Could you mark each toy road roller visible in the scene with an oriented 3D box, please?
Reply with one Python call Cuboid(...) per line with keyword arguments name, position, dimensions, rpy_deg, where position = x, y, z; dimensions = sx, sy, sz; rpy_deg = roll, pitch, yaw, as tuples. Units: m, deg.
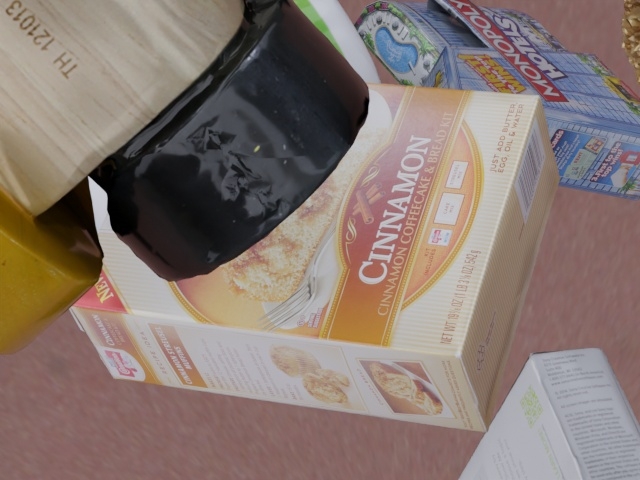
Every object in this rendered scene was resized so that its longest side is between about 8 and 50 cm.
Cuboid(name="toy road roller", position=(-0.152, -0.070, 0.671), dimensions=(0.240, 0.329, 0.202), rpy_deg=(-41, 112, 6))

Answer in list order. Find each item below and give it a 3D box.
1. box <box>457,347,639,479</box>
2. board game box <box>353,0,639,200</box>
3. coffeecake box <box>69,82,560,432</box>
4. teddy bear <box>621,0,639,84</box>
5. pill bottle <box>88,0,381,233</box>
Cuboid(name="box", position=(0.133, 0.251, 1.143), dimensions=(0.058, 0.322, 0.232), rpy_deg=(-2, 52, -23))
Cuboid(name="board game box", position=(0.119, -0.109, 1.316), dimensions=(0.194, 0.194, 0.060), rpy_deg=(51, 125, 32))
Cuboid(name="coffeecake box", position=(0.000, 0.000, 0.864), dimensions=(0.185, 0.068, 0.142), rpy_deg=(6, 56, 21))
Cuboid(name="teddy bear", position=(0.319, -0.116, 0.907), dimensions=(0.338, 0.245, 0.113), rpy_deg=(-21, 101, -3))
Cuboid(name="pill bottle", position=(-0.096, -0.065, 1.158), dimensions=(0.245, 0.136, 0.136), rpy_deg=(-33, 76, -11))
